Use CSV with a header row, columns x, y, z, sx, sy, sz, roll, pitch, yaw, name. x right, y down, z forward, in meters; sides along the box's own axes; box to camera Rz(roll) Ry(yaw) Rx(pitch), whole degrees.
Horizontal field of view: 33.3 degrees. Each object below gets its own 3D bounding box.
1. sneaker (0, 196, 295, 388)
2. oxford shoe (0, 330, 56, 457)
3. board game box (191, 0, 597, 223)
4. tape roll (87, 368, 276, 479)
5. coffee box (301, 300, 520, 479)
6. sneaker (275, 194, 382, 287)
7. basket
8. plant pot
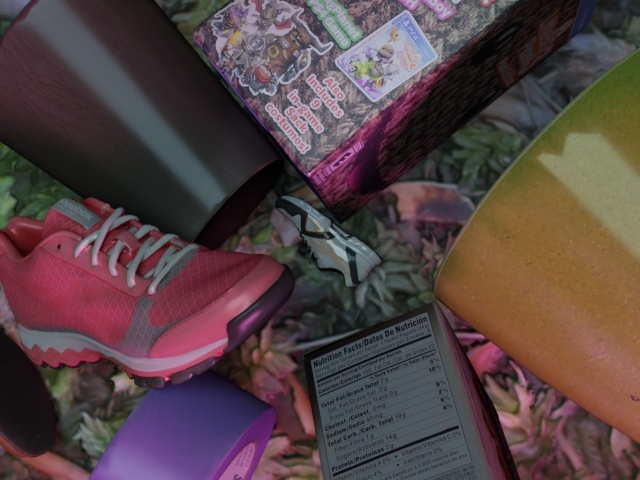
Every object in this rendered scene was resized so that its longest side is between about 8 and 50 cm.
x,y,z,sx,sy,sz,roll,pitch,yaw,name
-0.162,0.029,0.843,0.314,0.116,0.136,-5,119,40,sneaker
-0.320,0.119,0.968,0.212,0.076,0.076,48,120,9,oxford shoe
0.073,-0.172,0.861,0.291,0.232,0.141,-39,80,1,board game box
-0.117,0.195,0.856,0.080,0.189,0.189,30,87,10,tape roll
0.088,0.213,0.759,0.119,0.168,0.297,-24,40,10,coffee box
0.000,0.000,0.944,0.109,0.040,0.044,37,90,12,sneaker
-0.155,-0.099,0.925,0.227,0.154,0.204,41,113,7,basket
0.280,0.048,0.757,0.275,0.275,0.293,-43,70,0,plant pot
